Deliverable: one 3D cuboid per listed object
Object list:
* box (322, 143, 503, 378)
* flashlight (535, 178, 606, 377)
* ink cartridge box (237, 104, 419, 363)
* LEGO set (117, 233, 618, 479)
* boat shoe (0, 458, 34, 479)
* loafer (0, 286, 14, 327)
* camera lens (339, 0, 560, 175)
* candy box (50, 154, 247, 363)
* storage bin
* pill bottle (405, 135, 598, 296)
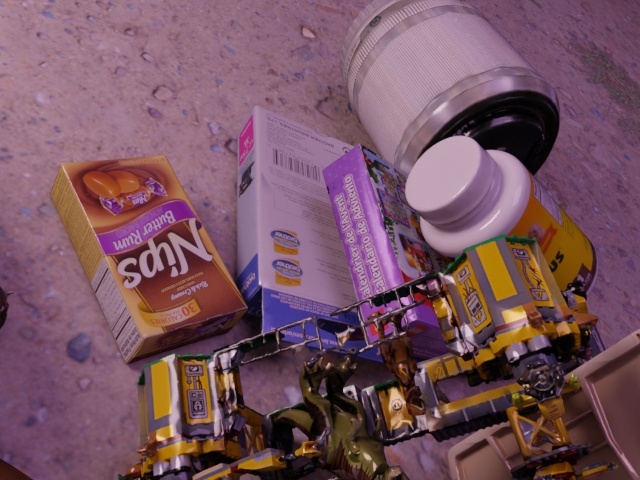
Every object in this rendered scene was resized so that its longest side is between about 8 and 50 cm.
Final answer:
[{"bbox_3d":[0.133,0.036,0.707,0.293,0.057,0.201,23,43,-46],"label":"box"},{"bbox_3d":[0.293,0.041,0.856,0.103,0.103,0.304,12,48,-29],"label":"flashlight"},{"bbox_3d":[0.000,0.000,0.704,0.185,0.065,0.311,18,44,-27],"label":"ink cartridge box"},{"bbox_3d":[0.051,0.162,0.419,0.331,0.255,0.192,-17,57,4],"label":"LEGO set"},{"bbox_3d":[-0.178,0.203,0.393,0.207,0.073,0.073,35,81,3],"label":"boat shoe"},{"bbox_3d":[-0.352,-0.049,0.461,0.366,0.133,0.130,60,21,7],"label":"loafer"},{"bbox_3d":[0.163,-0.186,0.852,0.219,0.219,0.274,5,44,-33],"label":"camera lens"},{"bbox_3d":[-0.159,0.009,0.588,0.109,0.053,0.187,-13,65,-43],"label":"candy box"},{"bbox_3d":[0.303,0.201,0.605,0.262,0.260,0.123,5,51,-34],"label":"storage bin"},{"bbox_3d":[0.182,-0.010,0.643,0.215,0.117,0.117,36,38,-33],"label":"pill bottle"}]
